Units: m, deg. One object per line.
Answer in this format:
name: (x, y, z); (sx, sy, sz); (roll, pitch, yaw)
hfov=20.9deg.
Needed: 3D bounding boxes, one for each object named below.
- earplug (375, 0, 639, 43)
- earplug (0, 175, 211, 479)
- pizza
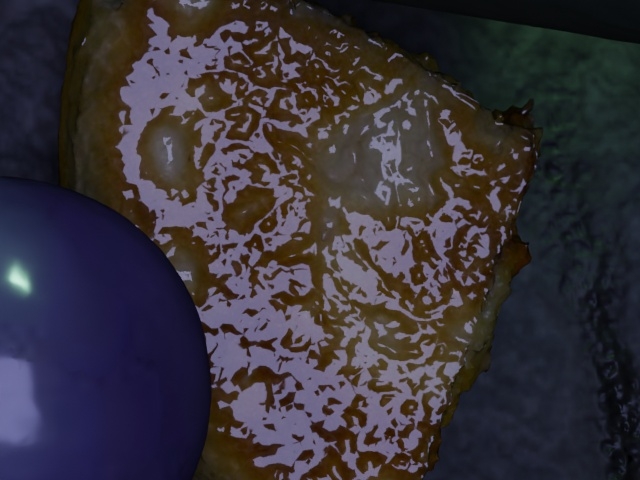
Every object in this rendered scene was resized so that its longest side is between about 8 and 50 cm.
earplug: (0.063, -0.237, 0.645); (0.313, 0.394, 0.312); (-13, 110, -40)
earplug: (-0.271, 0.056, 0.682); (0.456, 0.215, 0.215); (1, 89, -4)
pizza: (0.000, 0.000, 0.807); (0.226, 0.086, 0.335); (-20, 92, -5)
